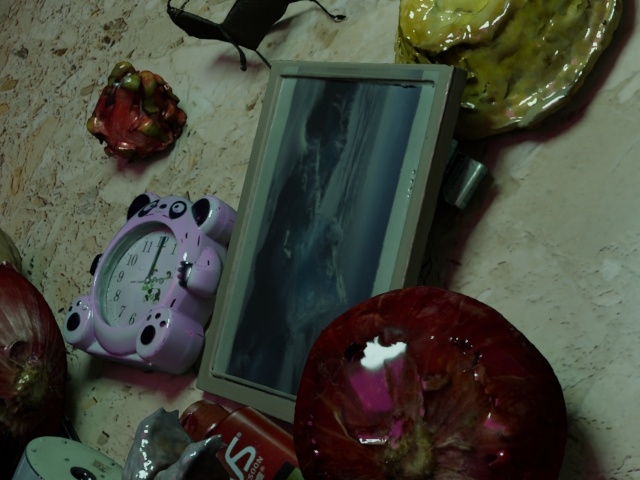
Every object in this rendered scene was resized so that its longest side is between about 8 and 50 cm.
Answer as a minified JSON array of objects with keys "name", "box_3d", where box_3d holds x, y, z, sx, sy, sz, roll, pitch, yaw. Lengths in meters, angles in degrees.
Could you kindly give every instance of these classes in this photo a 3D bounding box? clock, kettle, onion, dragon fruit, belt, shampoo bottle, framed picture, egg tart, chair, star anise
[{"name":"clock","box_3d":[-0.225,0.053,1.760,0.228,0.090,0.247,5,68,42]},{"name":"kettle","box_3d":[-0.345,0.399,1.600,0.243,0.160,0.210,-61,16,10]},{"name":"onion","box_3d":[-0.490,0.174,1.738,0.341,0.341,0.341,-21,54,32]},{"name":"dragon fruit","box_3d":[-0.274,-0.195,1.915,0.150,0.207,0.133,-5,70,-9]},{"name":"belt","box_3d":[0.086,-0.121,1.587,0.302,0.087,0.072,33,88,46]},{"name":"shampoo bottle","box_3d":[-0.056,0.276,1.487,0.314,0.076,0.118,28,101,46]},{"name":"framed picture","box_3d":[0.000,0.000,1.559,0.326,0.028,0.446,10,85,47]},{"name":"onion","box_3d":[0.108,0.184,1.290,0.276,0.276,0.276,-21,54,32]},{"name":"egg tart","box_3d":[0.205,-0.284,1.552,0.341,0.129,0.341,-20,54,30]},{"name":"chair","box_3d":[-0.103,-0.313,1.815,0.213,0.174,0.149,32,93,35]},{"name":"star anise","box_3d":[-0.152,0.343,1.444,0.359,0.139,0.315,-33,76,57]}]

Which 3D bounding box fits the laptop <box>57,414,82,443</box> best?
[{"name":"laptop","box_3d":[-0.359,0.339,1.763,0.129,0.016,0.180,-49,43,8]}]

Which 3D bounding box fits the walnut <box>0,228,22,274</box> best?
[{"name":"walnut","box_3d":[-0.544,0.098,1.979,0.238,0.141,0.204,-33,60,21]}]
